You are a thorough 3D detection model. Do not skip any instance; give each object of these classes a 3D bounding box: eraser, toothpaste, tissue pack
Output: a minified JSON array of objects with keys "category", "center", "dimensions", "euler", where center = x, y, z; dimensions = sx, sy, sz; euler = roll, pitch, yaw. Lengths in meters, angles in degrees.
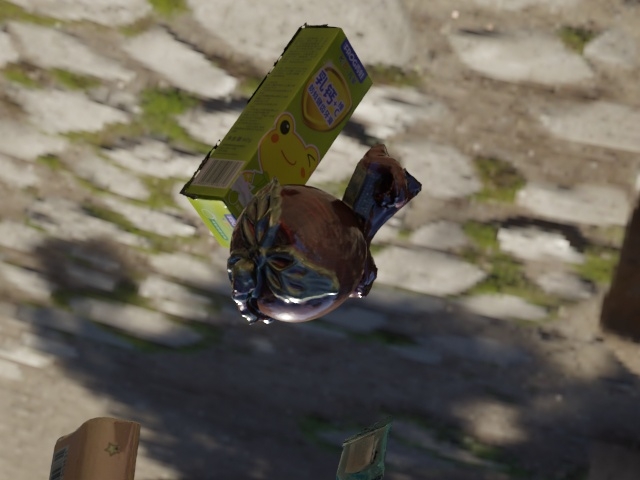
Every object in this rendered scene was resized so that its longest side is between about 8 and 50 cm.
[{"category":"eraser","center":[-0.328,0.402,2.029],"dimensions":[0.087,0.291,0.171],"euler":[25,140,-28]},{"category":"toothpaste","center":[-0.053,-0.138,1.961],"dimensions":[0.077,0.327,0.110],"euler":[8,143,41]},{"category":"tissue pack","center":[0.057,0.293,1.970],"dimensions":[0.085,0.138,0.028],"euler":[-28,113,23]}]

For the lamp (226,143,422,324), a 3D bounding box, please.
[{"category":"lamp","center":[-0.010,-0.006,1.635],"dimensions":[0.151,0.215,0.223],"euler":[34,-151,11]}]
